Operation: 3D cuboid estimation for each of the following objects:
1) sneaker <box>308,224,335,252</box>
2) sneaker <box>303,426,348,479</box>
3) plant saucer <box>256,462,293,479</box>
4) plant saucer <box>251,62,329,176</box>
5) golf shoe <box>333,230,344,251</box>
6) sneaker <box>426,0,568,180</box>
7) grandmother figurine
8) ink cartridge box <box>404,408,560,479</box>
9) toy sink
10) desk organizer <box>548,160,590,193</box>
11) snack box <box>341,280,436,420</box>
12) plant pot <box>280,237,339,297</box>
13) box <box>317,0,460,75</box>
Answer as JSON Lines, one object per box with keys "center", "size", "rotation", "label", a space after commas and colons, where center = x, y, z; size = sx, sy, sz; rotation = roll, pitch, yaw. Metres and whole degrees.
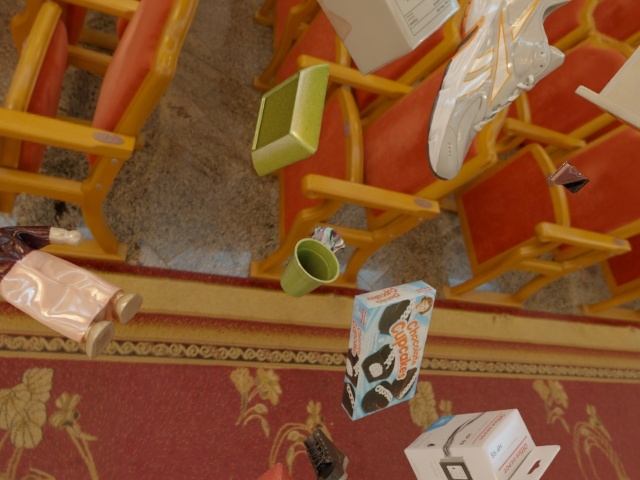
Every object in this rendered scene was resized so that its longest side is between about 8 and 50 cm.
{"center": [0.000, 0.000, 1.187], "size": [0.069, 0.098, 0.038], "rotation": [17, 41, 21], "label": "sneaker"}
{"center": [-0.001, 0.542, 1.129], "size": [0.083, 0.222, 0.118], "rotation": [-43, 80, -2], "label": "sneaker"}
{"center": [-0.136, 0.766, 1.194], "size": [0.258, 0.048, 0.259], "rotation": [-33, 93, -17], "label": "plant saucer"}
{"center": [-0.070, -0.234, 0.884], "size": [0.045, 0.188, 0.188], "rotation": [19, 71, -36], "label": "plant saucer"}
{"center": [0.002, 0.044, 1.664], "size": [0.086, 0.186, 0.067], "rotation": [58, 6, -29], "label": "golf shoe"}
{"center": [0.207, -0.188, 0.537], "size": [0.121, 0.262, 0.099], "rotation": [20, 16, 13], "label": "sneaker"}
{"center": [-0.468, 0.052, 0.717], "size": [0.342, 0.104, 0.208], "rotation": [31, 40, 2], "label": "grandmother figurine"}
{"center": [0.221, 0.290, 0.646], "size": [0.104, 0.180, 0.060], "rotation": [-19, 81, -41], "label": "ink cartridge box"}
{"center": [0.559, -0.228, 0.733], "size": [0.153, 0.131, 0.234], "rotation": [21, 29, -19], "label": "toy sink"}
{"center": [0.521, -0.129, 0.962], "size": [0.050, 0.047, 0.130], "rotation": [49, 28, 20], "label": "desk organizer"}
{"center": [0.156, 0.258, 1.084], "size": [0.187, 0.321, 0.060], "rotation": [-10, 29, -27], "label": "snack box"}
{"center": [-0.025, 0.052, 0.752], "size": [0.083, 0.079, 0.083], "rotation": [23, 43, -24], "label": "plant pot"}
{"center": [0.056, -0.423, 0.670], "size": [0.148, 0.121, 0.311], "rotation": [-46, 112, -26], "label": "box"}
